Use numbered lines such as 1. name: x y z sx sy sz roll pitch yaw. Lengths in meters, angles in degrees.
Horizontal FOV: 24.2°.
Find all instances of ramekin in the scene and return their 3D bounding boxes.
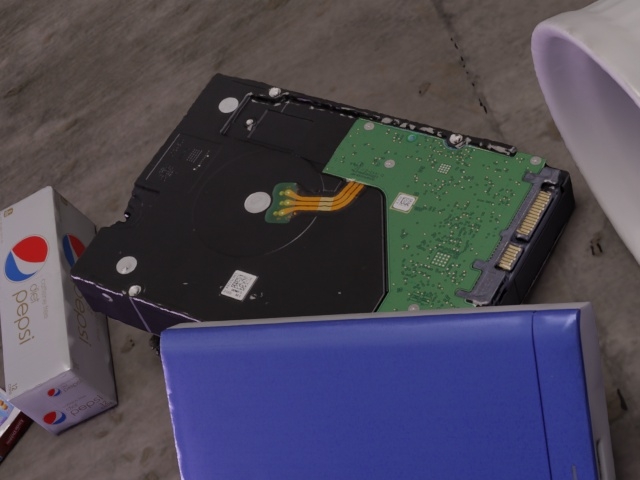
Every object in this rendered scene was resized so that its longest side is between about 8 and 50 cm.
1. ramekin: 0.268 -0.057 0.968 0.135 0.277 0.277 -32 47 -2

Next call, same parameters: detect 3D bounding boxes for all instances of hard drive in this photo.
1. hard drive: 0.000 0.000 1.180 0.339 0.064 0.237 16 59 29
2. hard drive: 0.043 0.155 1.029 0.319 0.040 0.210 -5 98 29

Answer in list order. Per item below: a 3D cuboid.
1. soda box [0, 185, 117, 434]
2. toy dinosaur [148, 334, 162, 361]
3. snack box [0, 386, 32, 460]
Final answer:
1. soda box: -0.239 0.059 1.330 0.069 0.074 0.216 -27 49 14
2. toy dinosaur: -0.075 0.088 1.219 0.118 0.064 0.268 -26 47 -2
3. snack box: -0.329 0.209 1.318 0.064 0.022 0.178 28 77 42
